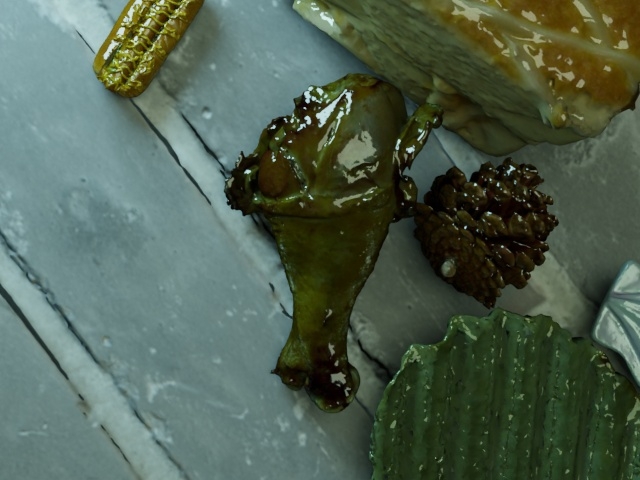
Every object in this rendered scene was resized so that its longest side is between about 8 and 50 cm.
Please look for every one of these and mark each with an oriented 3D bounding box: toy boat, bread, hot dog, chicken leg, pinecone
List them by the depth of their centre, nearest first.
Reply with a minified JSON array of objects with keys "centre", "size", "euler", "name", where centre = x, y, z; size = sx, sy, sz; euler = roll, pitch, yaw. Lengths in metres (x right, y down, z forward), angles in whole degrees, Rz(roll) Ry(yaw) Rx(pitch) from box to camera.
[{"centre":[0.197,-0.325,1.457],"size":[0.390,0.279,0.371],"euler":[35,79,-7],"name":"bread"},{"centre":[-0.012,-0.011,1.467],"size":[0.211,0.140,0.361],"euler":[23,100,23],"name":"chicken leg"},{"centre":[-0.191,-0.232,1.491],"size":[0.071,0.045,0.165],"euler":[34,80,-9],"name":"hot dog"},{"centre":[0.186,-0.018,1.494],"size":[0.173,0.173,0.173],"euler":[1,86,-11],"name":"pinecone"},{"centre":[0.447,0.131,1.564],"size":[0.290,0.100,0.199],"euler":[29,81,-9],"name":"toy boat"}]

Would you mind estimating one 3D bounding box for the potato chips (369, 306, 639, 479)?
[{"centre":[0.227,0.287,1.496],"size":[0.358,0.070,0.429],"euler":[0,95,-7],"name":"potato chips"}]
